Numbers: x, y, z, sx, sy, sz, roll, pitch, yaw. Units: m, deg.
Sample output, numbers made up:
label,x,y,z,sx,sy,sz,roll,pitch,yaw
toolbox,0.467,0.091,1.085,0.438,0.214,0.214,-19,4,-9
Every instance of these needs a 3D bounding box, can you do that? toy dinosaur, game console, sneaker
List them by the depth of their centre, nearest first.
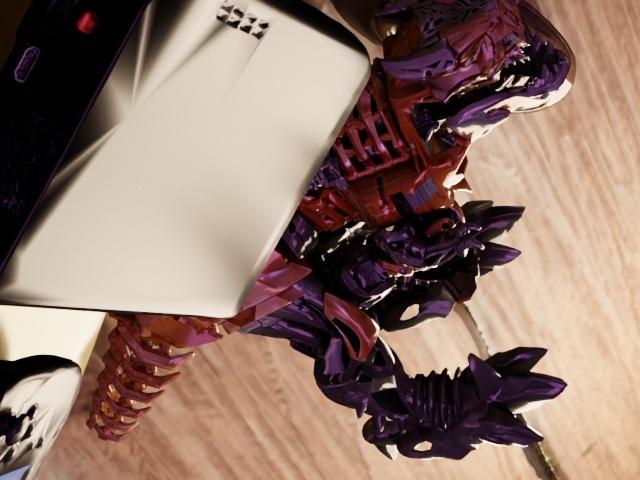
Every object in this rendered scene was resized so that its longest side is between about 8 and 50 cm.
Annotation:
label,x,y,z,sx,sy,sz,roll,pitch,yaw
game console,-0.107,0.062,0.674,0.361,0.044,0.213,-60,161,7
toy dinosaur,0.000,0.000,0.902,0.218,0.164,0.322,32,145,-31
sneaker,0.079,-0.097,0.925,0.188,0.071,0.066,19,110,-43

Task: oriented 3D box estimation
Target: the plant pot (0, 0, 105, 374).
label,x,y,z,sx,sy,sz,roll,pitch,yaw
plant pot,-0.185,-0.020,0.706,0.187,0.212,0.212,-7,128,-50
